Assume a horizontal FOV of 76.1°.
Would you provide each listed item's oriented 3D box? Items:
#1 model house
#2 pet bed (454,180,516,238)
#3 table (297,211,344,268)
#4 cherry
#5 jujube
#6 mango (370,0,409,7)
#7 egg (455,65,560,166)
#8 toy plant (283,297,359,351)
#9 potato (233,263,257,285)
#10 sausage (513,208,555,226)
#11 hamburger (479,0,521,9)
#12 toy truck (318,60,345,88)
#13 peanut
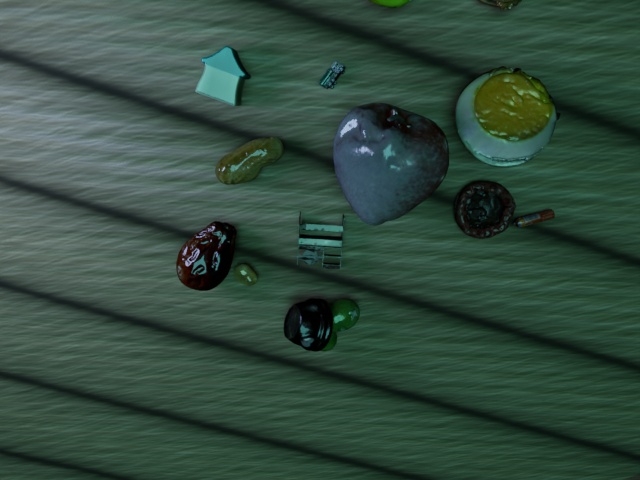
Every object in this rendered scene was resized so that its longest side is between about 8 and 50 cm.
[{"bbox_3d":[-0.273,-0.475,1.171,0.127,0.100,0.148,19,109,-7],"label":"model house"},{"bbox_3d":[0.530,-0.098,1.324,0.202,0.053,0.201,-1,113,-2],"label":"pet bed"},{"bbox_3d":[0.000,0.000,1.346,0.146,0.062,0.175,4,107,-1],"label":"table"},{"bbox_3d":[0.178,-0.224,1.158,0.326,0.291,0.335,37,130,-11],"label":"cherry"},{"bbox_3d":[-0.359,0.047,1.314,0.168,0.168,0.236,31,99,-10],"label":"jujube"},{"bbox_3d":[0.148,-0.712,1.092,0.233,0.111,0.125,23,111,-9],"label":"mango"},{"bbox_3d":[0.520,-0.340,1.192,0.265,0.174,0.286,-26,82,7],"label":"egg"},{"bbox_3d":[0.005,0.283,1.395,0.235,0.175,0.217,14,117,-34],"label":"toy plant"},{"bbox_3d":[-0.253,0.117,1.383,0.083,0.062,0.068,48,133,9],"label":"potato"},{"bbox_3d":[0.696,-0.070,1.343,0.130,0.034,0.034,-17,107,5],"label":"sausage"},{"bbox_3d":[0.496,-0.719,1.090,0.182,0.118,0.190,-7,112,5],"label":"hamburger"},{"bbox_3d":[0.035,-0.485,1.202,0.044,0.039,0.083,40,105,2],"label":"toy truck"},{"bbox_3d":[-0.216,-0.243,1.252,0.226,0.095,0.108,-30,121,5],"label":"peanut"}]
